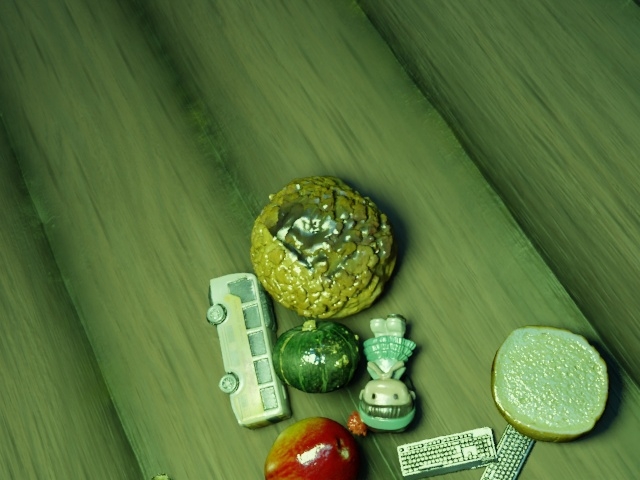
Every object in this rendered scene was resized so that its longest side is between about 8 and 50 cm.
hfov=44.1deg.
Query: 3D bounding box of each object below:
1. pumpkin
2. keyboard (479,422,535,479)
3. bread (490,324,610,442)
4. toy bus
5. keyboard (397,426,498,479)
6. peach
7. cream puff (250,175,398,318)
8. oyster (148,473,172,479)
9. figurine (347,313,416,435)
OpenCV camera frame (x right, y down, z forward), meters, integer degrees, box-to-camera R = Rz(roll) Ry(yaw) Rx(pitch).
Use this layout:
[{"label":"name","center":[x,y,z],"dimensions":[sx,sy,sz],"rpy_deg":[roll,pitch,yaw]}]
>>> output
[{"label":"pumpkin","center":[-0.007,0.240,1.644],"dimensions":[0.190,0.190,0.146],"rpy_deg":[13,111,22]},{"label":"keyboard","center":[0.358,0.446,1.545],"dimensions":[0.063,0.010,0.198],"rpy_deg":[25,80,26]},{"label":"bread","center":[0.444,0.278,1.541],"dimensions":[0.236,0.070,0.236],"rpy_deg":[-6,67,14]},{"label":"toy bus","center":[-0.161,0.238,1.744],"dimensions":[0.138,0.097,0.343],"rpy_deg":[-17,67,10]},{"label":"keyboard","center":[0.252,0.427,1.582],"dimensions":[0.196,0.015,0.074],"rpy_deg":[-16,64,16]},{"label":"peach","center":[-0.009,0.441,1.570],"dimensions":[0.197,0.197,0.197],"rpy_deg":[-6,69,16]},{"label":"cream puff","center":[0.000,0.000,1.705],"dimensions":[0.327,0.231,0.343],"rpy_deg":[-12,68,18]},{"label":"oyster","center":[-0.410,0.637,1.702],"dimensions":[0.166,0.094,0.294],"rpy_deg":[43,78,8]},{"label":"figurine","center":[0.130,0.280,1.632],"dimensions":[0.137,0.110,0.246],"rpy_deg":[-7,66,26]}]
